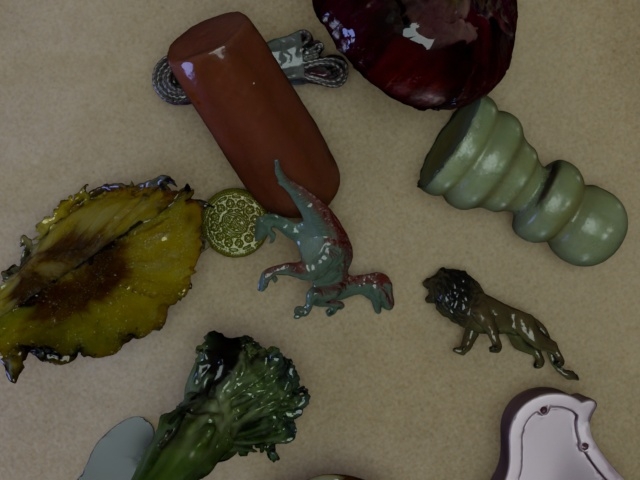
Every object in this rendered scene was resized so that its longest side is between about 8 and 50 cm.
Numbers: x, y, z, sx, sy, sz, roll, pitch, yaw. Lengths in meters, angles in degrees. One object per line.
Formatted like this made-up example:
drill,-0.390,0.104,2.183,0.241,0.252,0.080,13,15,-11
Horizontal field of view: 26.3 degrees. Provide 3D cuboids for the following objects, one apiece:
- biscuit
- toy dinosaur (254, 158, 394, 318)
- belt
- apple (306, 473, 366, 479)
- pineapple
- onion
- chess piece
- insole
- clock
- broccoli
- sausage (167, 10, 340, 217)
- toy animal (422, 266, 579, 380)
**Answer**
biscuit,-0.102,-0.021,1.642,0.084,0.023,0.084,0,93,-3
toy dinosaur,0.000,0.000,1.580,0.167,0.053,0.242,-14,121,-12
belt,-0.084,-0.204,1.622,0.232,0.053,0.071,-7,91,-1
apple,-0.001,0.355,1.574,0.199,0.199,0.199,0,92,-2
pineapple,-0.262,0.042,1.600,0.334,0.158,0.161,-40,132,4
onion,0.103,-0.253,1.559,0.252,0.219,0.252,18,50,-23
chess piece,0.249,-0.057,1.612,0.243,0.133,0.133,31,91,-10
insole,-0.268,0.291,1.655,0.064,0.004,0.188,41,90,-2
clock,0.230,0.330,1.637,0.290,0.080,0.275,-16,92,-2
broccoli,-0.139,0.235,1.525,0.145,0.304,0.165,30,132,15
sausage,-0.067,-0.132,1.566,0.113,0.113,0.259,-33,118,-1
toy animal,0.215,0.113,1.634,0.220,0.069,0.086,34,71,-5
